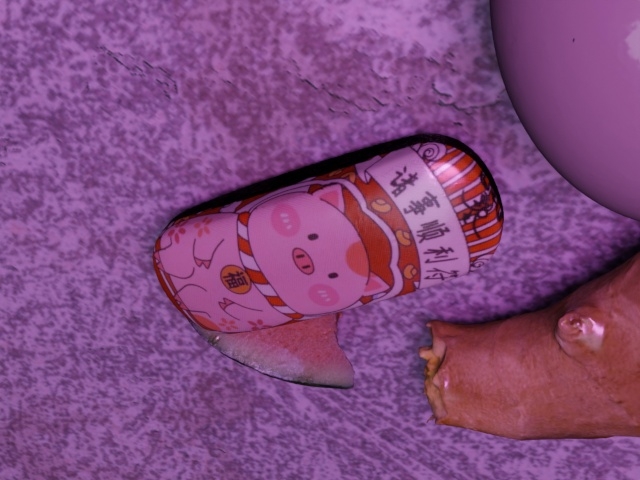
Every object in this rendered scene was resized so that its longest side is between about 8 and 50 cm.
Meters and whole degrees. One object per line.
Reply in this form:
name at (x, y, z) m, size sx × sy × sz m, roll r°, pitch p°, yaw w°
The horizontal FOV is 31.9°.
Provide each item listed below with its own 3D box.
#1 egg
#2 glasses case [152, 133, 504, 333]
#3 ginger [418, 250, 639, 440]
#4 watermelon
egg at (0.175, -0.119, 0.572) m, size 0.176 × 0.176 × 0.232 m, roll -13°, pitch 116°, yaw 26°
glasses case at (0.000, 0.000, 0.798) m, size 0.266 × 0.067 × 0.103 m, roll -17°, pitch 119°, yaw 27°
ginger at (0.256, 0.060, 0.777) m, size 0.236 × 0.166 × 0.375 m, roll 4°, pitch 168°, yaw -38°
watermelon at (-0.042, 0.075, 0.898) m, size 0.155 × 0.080 × 0.101 m, roll 6°, pitch 167°, yaw 8°
